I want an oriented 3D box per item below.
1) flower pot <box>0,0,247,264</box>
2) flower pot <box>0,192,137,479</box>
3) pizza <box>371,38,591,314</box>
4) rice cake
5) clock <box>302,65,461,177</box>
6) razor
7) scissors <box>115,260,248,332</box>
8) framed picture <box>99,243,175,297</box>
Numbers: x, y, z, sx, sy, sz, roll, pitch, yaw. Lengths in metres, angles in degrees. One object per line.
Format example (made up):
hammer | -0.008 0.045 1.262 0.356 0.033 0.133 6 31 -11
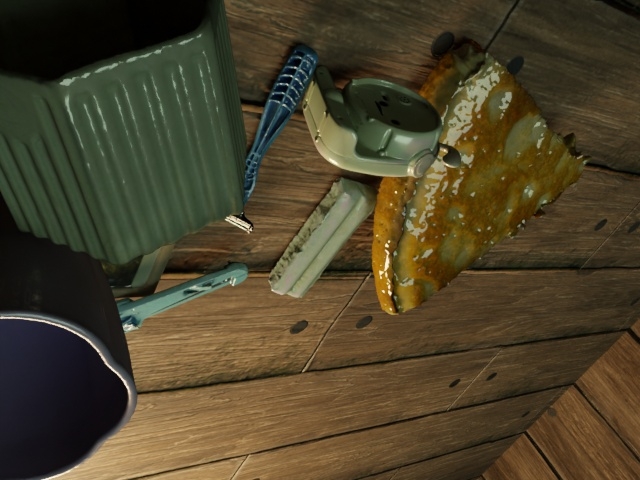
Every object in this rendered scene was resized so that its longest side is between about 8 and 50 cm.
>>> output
flower pot | -0.179 -0.121 0.613 0.209 0.239 0.189 -54 150 -40
flower pot | -0.330 0.078 0.695 0.265 0.243 0.265 -12 133 -13
pizza | 0.257 -0.096 1.109 0.406 0.130 0.440 -8 127 -34
rice cake | 0.000 0.000 1.081 0.085 0.040 0.226 9 127 -46
clock | 0.079 -0.141 0.851 0.191 0.151 0.062 6 129 -22
razor | -0.071 -0.128 0.871 0.082 0.042 0.253 27 120 -6
scissors | -0.280 0.113 0.956 0.393 0.032 0.180 -21 149 -11
framed picture | -0.258 -0.043 0.829 0.232 0.024 0.315 0 132 -38
